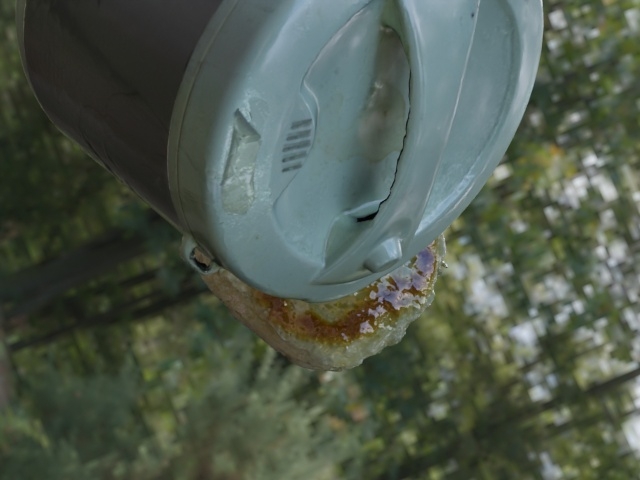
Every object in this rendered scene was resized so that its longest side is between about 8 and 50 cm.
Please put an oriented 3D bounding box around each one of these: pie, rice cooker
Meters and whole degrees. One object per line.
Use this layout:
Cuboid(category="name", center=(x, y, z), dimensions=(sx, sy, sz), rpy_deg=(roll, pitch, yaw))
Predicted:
Cuboid(category="pie", center=(0.000, 0.000, 1.398), dimensions=(0.205, 0.179, 0.084), rpy_deg=(43, -21, 18))
Cuboid(category="rice cooker", center=(-0.020, -0.127, 1.095), dimensions=(0.277, 0.288, 0.288), rpy_deg=(37, -28, 37))
